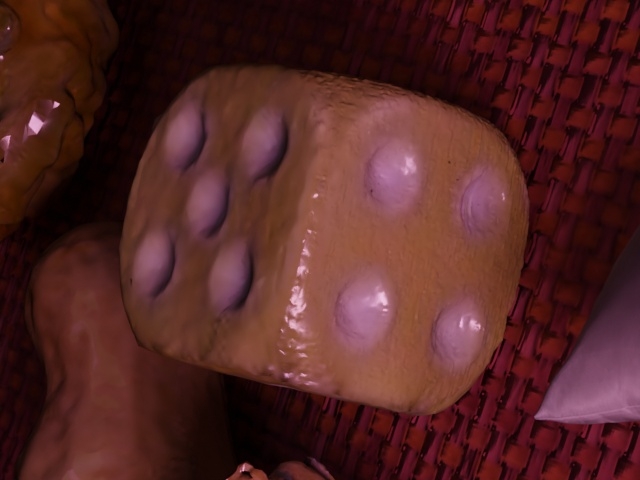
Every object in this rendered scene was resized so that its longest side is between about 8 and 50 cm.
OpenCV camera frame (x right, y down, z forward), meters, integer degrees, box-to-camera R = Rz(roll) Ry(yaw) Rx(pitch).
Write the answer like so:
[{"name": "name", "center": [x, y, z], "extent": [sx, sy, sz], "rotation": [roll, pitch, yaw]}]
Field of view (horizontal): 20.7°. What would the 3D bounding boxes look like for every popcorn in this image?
[{"name": "popcorn", "center": [-0.274, -0.137, 1.323], "extent": [0.252, 0.215, 0.286], "rotation": [28, 95, 11]}]

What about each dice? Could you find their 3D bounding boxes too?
[{"name": "dice", "center": [0.000, 0.000, 0.987], "extent": [0.169, 0.166, 0.169], "rotation": [8, 83, 51]}]

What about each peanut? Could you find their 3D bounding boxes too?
[{"name": "peanut", "center": [-0.127, 0.130, 1.111], "extent": [0.147, 0.147, 0.319], "rotation": [-37, 56, 36]}]

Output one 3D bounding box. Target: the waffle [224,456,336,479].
[{"name": "waffle", "center": [-0.028, 0.294, 0.939], "extent": [0.213, 0.091, 0.308], "rotation": [40, 110, 27]}]

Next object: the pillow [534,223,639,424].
[{"name": "pillow", "center": [0.215, 0.045, 0.779], "extent": [0.254, 0.078, 0.144], "rotation": [13, 64, 50]}]
